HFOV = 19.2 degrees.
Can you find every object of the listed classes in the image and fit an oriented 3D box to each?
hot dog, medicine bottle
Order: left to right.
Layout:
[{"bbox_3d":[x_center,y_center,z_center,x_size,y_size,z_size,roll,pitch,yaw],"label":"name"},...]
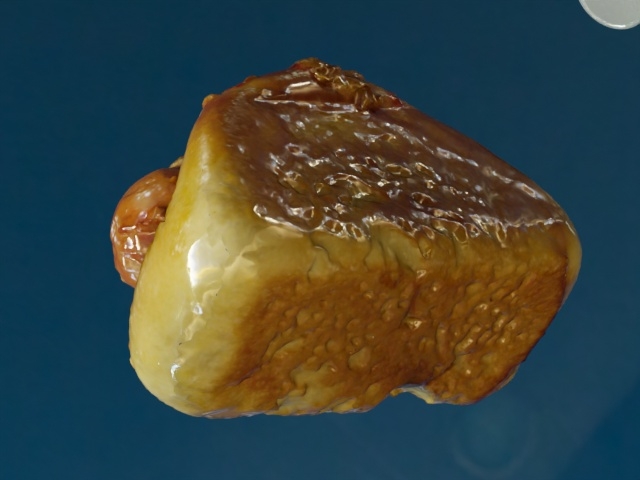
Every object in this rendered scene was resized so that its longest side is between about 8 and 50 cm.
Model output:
[{"bbox_3d":[0.000,0.000,0.960,0.256,0.153,0.150,1,-53,-41],"label":"hot dog"},{"bbox_3d":[0.222,-0.192,1.313,0.091,0.058,0.058,-46,-61,-38],"label":"medicine bottle"}]
